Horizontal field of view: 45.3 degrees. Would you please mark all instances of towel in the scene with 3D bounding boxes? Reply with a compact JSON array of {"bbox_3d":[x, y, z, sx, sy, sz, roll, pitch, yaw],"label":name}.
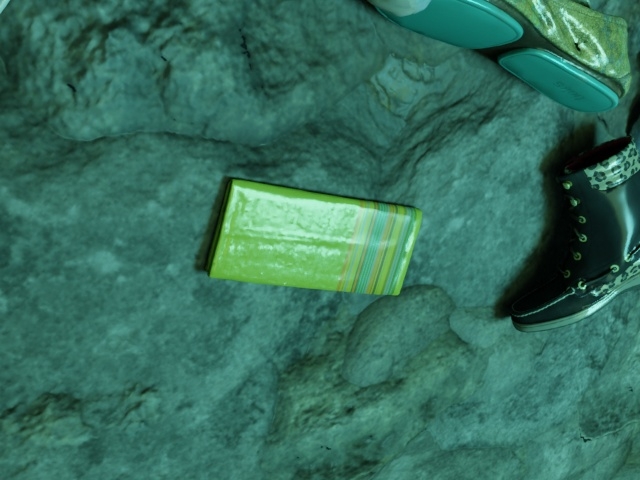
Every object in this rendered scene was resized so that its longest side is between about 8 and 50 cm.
[{"bbox_3d":[0.000,0.000,0.791,0.237,0.021,0.102,7,104,-33],"label":"towel"}]

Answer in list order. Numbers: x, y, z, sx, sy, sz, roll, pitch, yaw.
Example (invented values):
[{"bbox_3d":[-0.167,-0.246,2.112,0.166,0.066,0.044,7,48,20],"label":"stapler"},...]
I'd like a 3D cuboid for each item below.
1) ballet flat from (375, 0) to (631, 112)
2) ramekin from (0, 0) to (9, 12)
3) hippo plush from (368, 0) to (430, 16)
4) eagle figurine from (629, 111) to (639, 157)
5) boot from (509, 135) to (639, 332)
[{"bbox_3d":[0.183,-0.226,0.739,0.348,0.123,0.123,15,105,-36],"label":"ballet flat"},{"bbox_3d":[-0.285,-0.209,0.446,0.207,0.109,0.207,-15,121,-26],"label":"ramekin"},{"bbox_3d":[0.061,-0.315,0.532,0.294,0.236,0.234,-31,117,-1],"label":"hippo plush"},{"bbox_3d":[0.493,-0.118,0.922,0.225,0.226,0.298,-61,149,-20],"label":"eagle figurine"},{"bbox_3d":[0.316,-0.005,0.948,0.236,0.085,0.178,-28,107,10],"label":"boot"}]
